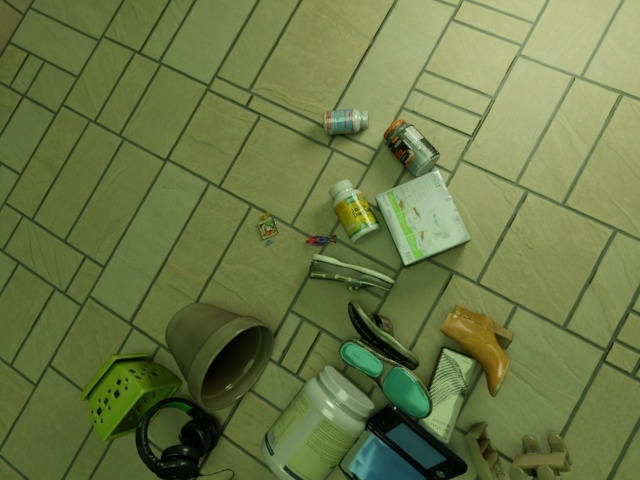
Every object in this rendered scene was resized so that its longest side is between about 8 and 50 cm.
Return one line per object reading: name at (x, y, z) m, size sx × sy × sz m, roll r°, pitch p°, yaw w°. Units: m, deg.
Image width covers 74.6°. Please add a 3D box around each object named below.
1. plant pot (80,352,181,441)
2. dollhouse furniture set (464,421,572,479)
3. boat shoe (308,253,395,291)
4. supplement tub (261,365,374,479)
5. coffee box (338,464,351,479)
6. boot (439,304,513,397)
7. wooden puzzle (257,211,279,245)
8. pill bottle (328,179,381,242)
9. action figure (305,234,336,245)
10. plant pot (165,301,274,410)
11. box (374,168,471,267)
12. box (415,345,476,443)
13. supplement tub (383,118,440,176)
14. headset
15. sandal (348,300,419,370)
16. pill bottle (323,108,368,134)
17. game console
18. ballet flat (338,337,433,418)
plant pot at (-0.682, 0.532, 1.494) m, size 0.207 × 0.227 × 0.228 m, roll 40°, pitch 91°, yaw 20°
dollhouse furniture set at (0.580, 0.627, 1.235) m, size 0.242 × 0.212 × 0.160 m, roll -24°, pitch 78°, yaw 35°
boat shoe at (0.103, 0.127, 1.455) m, size 0.305 × 0.109 × 0.091 m, roll 16°, pitch 86°, yaw 19°
supplement tub at (-0.006, 0.591, 1.340) m, size 0.235 × 0.235 × 0.324 m, roll 38°, pitch 90°, yaw 14°
coffee box at (0.142, 0.763, 1.384) m, size 0.113 × 0.040 × 0.184 m, roll -40°, pitch 76°, yaw 2°
boot at (0.464, 0.326, 1.286) m, size 0.212 × 0.295 × 0.104 m, roll 23°, pitch 125°, yaw 17°
wooden puzzle at (-0.200, -0.046, 1.586) m, size 0.079 × 0.014 × 0.116 m, roll -29°, pitch 78°, yaw 6°
pill bottle at (0.115, -0.105, 1.479) m, size 0.118 × 0.117 × 0.208 m, roll -29°, pitch 77°, yaw 6°
action figure at (0.000, 0.000, 1.532) m, size 0.115 × 0.030 × 0.038 m, roll -3°, pitch 76°, yaw 16°
plant pot at (-0.369, 0.360, 1.436) m, size 0.281 × 0.323 × 0.322 m, roll 27°, pitch 88°, yaw 31°
box at (0.341, -0.070, 1.424) m, size 0.231 × 0.127 × 0.261 m, roll -24°, pitch 78°, yaw 6°
box at (0.399, 0.488, 1.347) m, size 0.113 × 0.094 × 0.274 m, roll 18°, pitch 85°, yaw 14°
supplement tub at (0.315, -0.327, 1.472) m, size 0.117 × 0.117 × 0.190 m, roll -39°, pitch 76°, yaw 3°
headset at (-0.457, 0.724, 1.431) m, size 0.394 × 0.243 × 0.185 m, roll 45°, pitch 118°, yaw -3°
sandal at (0.212, 0.311, 1.416) m, size 0.303 × 0.120 × 0.086 m, roll 40°, pitch 63°, yaw 12°
pill bottle at (0.095, -0.438, 1.547) m, size 0.160 × 0.087 × 0.087 m, roll -3°, pitch 81°, yaw 11°
game console at (0.248, 0.693, 1.294) m, size 0.293 × 0.250 × 0.173 m, roll 37°, pitch 46°, yaw 10°
ballet flat at (0.216, 0.438, 1.375) m, size 0.349 × 0.123 × 0.123 m, roll 33°, pitch 89°, yaw 22°
